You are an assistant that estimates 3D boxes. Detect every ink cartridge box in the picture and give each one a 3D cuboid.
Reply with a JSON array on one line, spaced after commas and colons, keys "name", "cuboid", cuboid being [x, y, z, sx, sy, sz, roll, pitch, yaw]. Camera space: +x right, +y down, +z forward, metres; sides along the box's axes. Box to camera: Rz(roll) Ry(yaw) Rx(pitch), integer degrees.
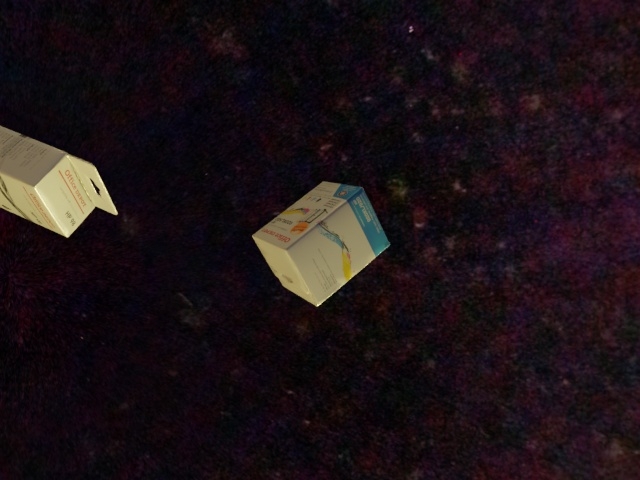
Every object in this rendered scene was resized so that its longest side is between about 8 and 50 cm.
[{"name": "ink cartridge box", "cuboid": [0.000, 0.000, 1.167, 0.232, 0.171, 0.168, -39, 118, -20]}, {"name": "ink cartridge box", "cuboid": [-0.357, -0.072, 0.626, 0.180, 0.104, 0.060, 22, 58, 12]}]
